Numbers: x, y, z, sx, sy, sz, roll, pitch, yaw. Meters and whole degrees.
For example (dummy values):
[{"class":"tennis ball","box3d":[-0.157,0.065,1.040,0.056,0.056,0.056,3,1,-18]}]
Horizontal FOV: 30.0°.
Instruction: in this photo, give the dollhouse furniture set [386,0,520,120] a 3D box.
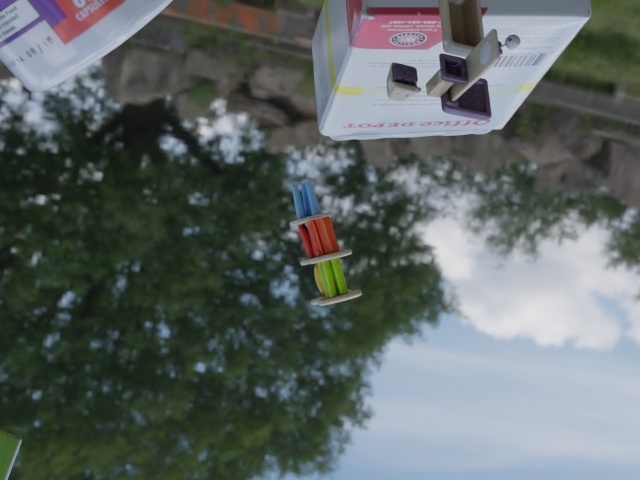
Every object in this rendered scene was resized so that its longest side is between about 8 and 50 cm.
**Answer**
[{"class":"dollhouse furniture set","box3d":[0.101,-0.163,0.879,0.091,0.114,0.081,9,153,-22]}]

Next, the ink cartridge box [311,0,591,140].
[{"class":"ink cartridge box","box3d":[0.150,-0.277,1.570,0.279,0.160,0.384,-2,164,-10]}]

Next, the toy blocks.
[{"class":"toy blocks","box3d":[0.000,0.000,1.418,0.054,0.148,0.123,-15,180,-8]}]

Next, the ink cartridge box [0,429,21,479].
[{"class":"ink cartridge box","box3d":[-0.390,0.279,1.270,0.097,0.188,0.255,30,149,-24]}]

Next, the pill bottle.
[{"class":"pill bottle","box3d":[-0.157,-0.176,0.568,0.193,0.108,0.108,52,179,-21]}]
